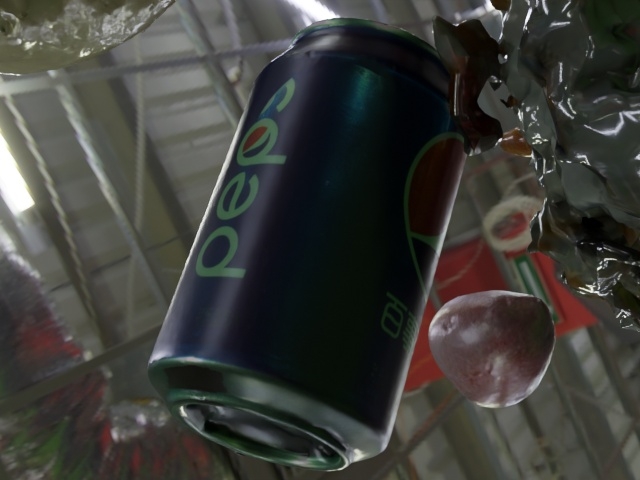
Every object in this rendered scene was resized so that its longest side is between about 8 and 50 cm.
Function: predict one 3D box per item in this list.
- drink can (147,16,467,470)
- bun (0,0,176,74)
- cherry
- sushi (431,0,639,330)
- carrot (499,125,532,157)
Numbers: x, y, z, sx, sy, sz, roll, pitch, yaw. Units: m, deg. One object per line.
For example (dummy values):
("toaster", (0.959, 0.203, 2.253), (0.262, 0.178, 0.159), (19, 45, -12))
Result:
("drink can", (0.000, 0.000, 0.524), (0.118, 0.118, 0.205), (36, -120, -38))
("bun", (-0.249, -0.332, 0.955), (0.362, 0.326, 0.234), (-54, -27, -9))
("cherry", (0.144, 0.090, 0.931), (0.106, 0.126, 0.087), (31, -113, 13))
("sushi", (0.240, -0.139, 0.533), (0.417, 0.176, 0.418), (-1, -86, -18))
("carrot", (0.238, -0.084, 0.827), (0.043, 0.248, 0.043), (2, -93, -44))
